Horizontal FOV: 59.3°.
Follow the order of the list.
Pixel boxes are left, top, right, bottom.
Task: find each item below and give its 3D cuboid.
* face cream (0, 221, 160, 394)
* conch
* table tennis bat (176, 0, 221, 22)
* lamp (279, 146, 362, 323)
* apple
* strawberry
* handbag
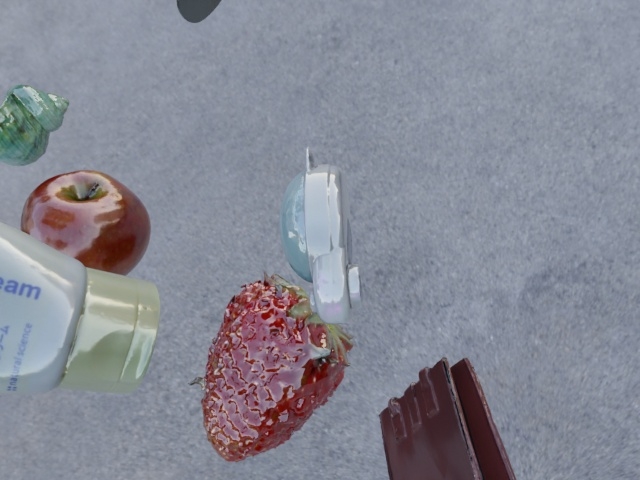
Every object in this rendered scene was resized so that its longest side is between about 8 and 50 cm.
[{"bbox_3d":[-0.203,0.035,0.287,0.070,0.224,0.114,23,96,58],"label":"face cream"},{"bbox_3d":[-0.593,-0.230,1.113,0.121,0.176,0.188,23,62,-5],"label":"conch"},{"bbox_3d":[-0.195,-0.518,1.069,0.022,0.131,0.234,33,80,14],"label":"table tennis bat"},{"bbox_3d":[-0.002,0.001,0.811,0.107,0.179,0.246,-11,68,7],"label":"lamp"},{"bbox_3d":[-0.444,-0.010,1.065,0.229,0.230,0.230,-8,62,16],"label":"apple"},{"bbox_3d":[-0.118,0.247,1.102,0.343,0.292,0.292,-42,58,0],"label":"strawberry"},{"bbox_3d":[0.184,0.346,0.854,0.084,0.260,0.276,3,51,-18],"label":"handbag"}]
